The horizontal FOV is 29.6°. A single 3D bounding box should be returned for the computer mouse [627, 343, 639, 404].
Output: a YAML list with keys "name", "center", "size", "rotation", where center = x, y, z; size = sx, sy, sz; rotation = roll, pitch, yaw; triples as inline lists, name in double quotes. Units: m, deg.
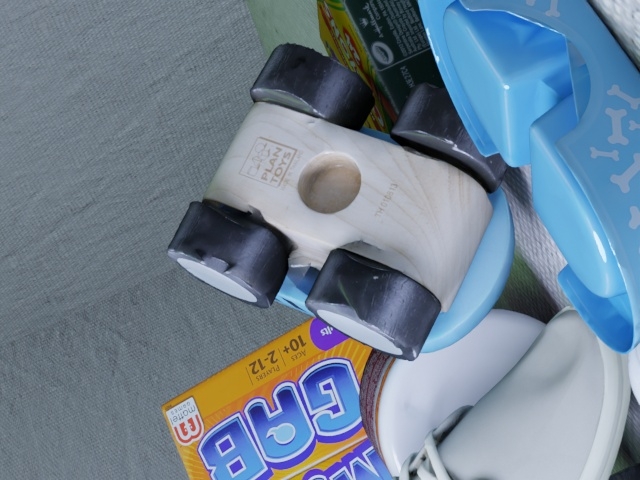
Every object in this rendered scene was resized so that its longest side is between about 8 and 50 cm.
- name: "computer mouse"
  center: [0.261, 0.134, 0.847]
  size: [0.106, 0.042, 0.193]
  rotation: [67, 177, -50]

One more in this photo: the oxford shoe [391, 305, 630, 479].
- name: "oxford shoe"
  center: [0.115, 0.243, 1.064]
  size: [0.130, 0.449, 0.169]
  rotation: [23, -157, -21]

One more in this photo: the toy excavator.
- name: "toy excavator"
  center: [0.000, 0.000, 1.236]
  size: [0.433, 0.222, 0.445]
  rotation: [20, 166, 24]

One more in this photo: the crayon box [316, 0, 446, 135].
- name: "crayon box"
  center: [0.071, -0.186, 1.314]
  size: [0.318, 0.081, 0.202]
  rotation: [77, 168, -80]

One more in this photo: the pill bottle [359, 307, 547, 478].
- name: "pill bottle"
  center: [0.159, 0.183, 1.361]
  size: [0.392, 0.224, 0.224]
  rotation: [144, 101, -87]

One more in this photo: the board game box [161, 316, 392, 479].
- name: "board game box"
  center: [0.059, 0.315, 1.793]
  size: [0.356, 0.356, 0.356]
  rotation: [4, -123, -61]

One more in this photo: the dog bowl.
- name: "dog bowl"
  center: [0.155, -0.071, 0.771]
  size: [0.166, 0.074, 0.297]
  rotation: [70, 175, -59]

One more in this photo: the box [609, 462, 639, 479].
- name: "box"
  center: [0.331, 0.343, 1.200]
  size: [0.231, 0.056, 0.183]
  rotation: [72, 174, -60]
